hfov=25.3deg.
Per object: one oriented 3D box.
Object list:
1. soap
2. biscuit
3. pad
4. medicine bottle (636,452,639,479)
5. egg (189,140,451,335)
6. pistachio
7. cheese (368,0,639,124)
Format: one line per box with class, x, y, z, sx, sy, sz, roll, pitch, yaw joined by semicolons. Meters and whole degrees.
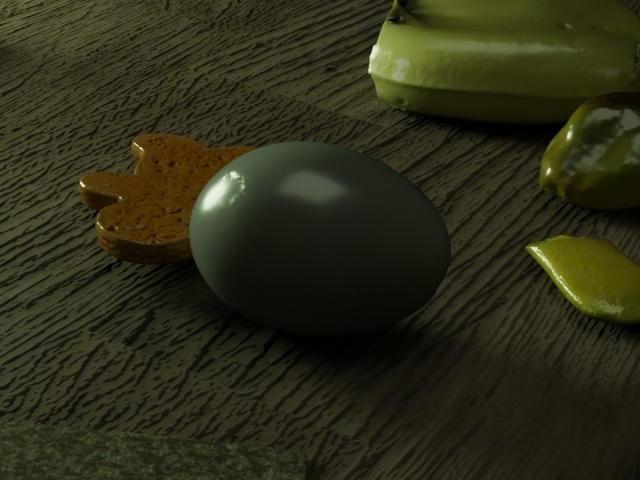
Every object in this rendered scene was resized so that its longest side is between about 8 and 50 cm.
soap;0.226;0.025;1.197;0.089;0.033;0.168;-1;27;-26
biscuit;-0.125;-0.032;1.236;0.165;0.036;0.250;9;24;7
pad;-0.128;0.167;0.891;0.235;0.003;0.158;6;28;0
medicine bottle;0.247;0.125;0.949;0.058;0.091;0.058;5;28;-3
egg;0.000;0.000;1.079;0.198;0.146;0.146;13;28;-1
pistachio;0.295;-0.083;1.344;0.189;0.100;0.110;-8;26;-28
cheese;0.221;-0.205;1.547;0.315;0.128;0.259;3;35;8
